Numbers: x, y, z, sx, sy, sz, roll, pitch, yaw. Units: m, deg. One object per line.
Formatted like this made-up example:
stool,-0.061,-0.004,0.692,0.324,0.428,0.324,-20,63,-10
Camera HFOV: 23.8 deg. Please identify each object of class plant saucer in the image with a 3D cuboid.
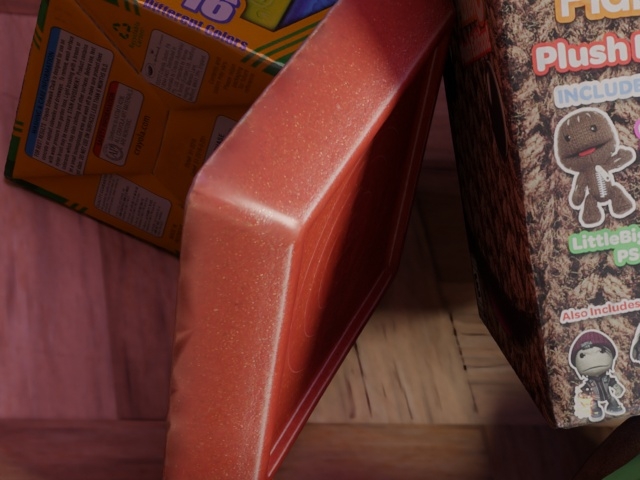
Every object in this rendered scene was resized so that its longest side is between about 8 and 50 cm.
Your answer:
plant saucer,0.000,0.000,0.805,0.047,0.258,0.259,22,45,12

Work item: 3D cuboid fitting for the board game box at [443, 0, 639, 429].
board game box,0.152,-0.078,0.825,0.141,0.291,0.232,-10,11,-1

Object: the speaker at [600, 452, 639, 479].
speaker,0.134,0.205,0.717,0.296,0.131,0.131,-38,69,-20

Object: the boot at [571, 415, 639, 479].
boot,0.258,0.227,0.838,0.115,0.112,0.305,-37,72,-8

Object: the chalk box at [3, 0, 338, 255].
chalk box,-0.053,-0.150,0.980,0.179,0.180,0.289,23,44,0
